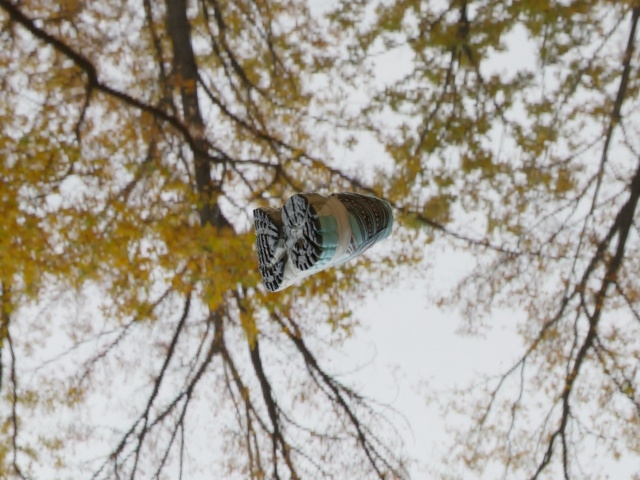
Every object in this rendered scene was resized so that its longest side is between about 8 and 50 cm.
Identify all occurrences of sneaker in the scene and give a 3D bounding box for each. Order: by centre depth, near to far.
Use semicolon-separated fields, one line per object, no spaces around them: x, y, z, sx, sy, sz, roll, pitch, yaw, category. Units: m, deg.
0.000;0.000;1.164;0.122;0.110;0.283;-8;179;-21;sneaker

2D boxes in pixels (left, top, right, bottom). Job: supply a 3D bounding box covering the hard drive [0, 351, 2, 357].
-0.282;0.063;0.655;0.022;0.135;0.094;-26;-152;15;hard drive
